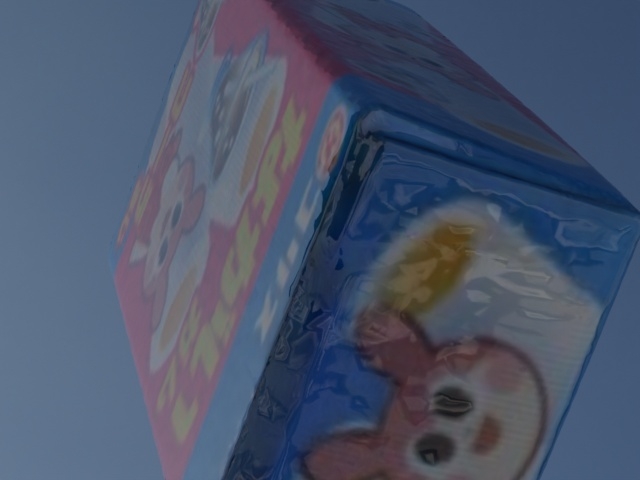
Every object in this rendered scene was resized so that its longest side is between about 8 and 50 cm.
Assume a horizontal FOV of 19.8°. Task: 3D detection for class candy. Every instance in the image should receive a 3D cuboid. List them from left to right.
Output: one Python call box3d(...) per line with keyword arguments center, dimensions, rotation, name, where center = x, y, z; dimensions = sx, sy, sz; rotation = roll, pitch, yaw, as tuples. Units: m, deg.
box3d(center=(0.001, 0.001, 0.664), dimensions=(0.100, 0.306, 0.157), rotation=(18, -77, -15), name="candy")
